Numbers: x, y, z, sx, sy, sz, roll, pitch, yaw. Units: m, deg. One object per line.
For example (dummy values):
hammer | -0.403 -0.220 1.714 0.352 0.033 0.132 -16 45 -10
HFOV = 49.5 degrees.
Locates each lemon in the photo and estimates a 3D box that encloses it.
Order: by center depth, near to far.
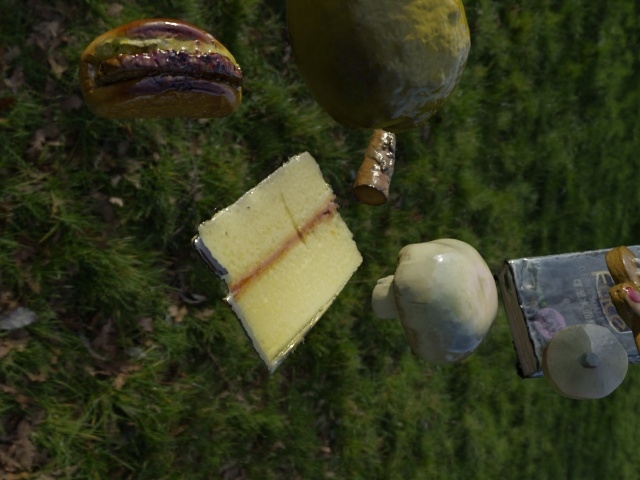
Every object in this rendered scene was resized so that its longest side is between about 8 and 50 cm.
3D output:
lemon | 0.082 -0.323 1.036 0.285 0.285 0.316 0 77 -53

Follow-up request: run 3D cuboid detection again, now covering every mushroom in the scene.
mushroom | 0.205 0.114 1.321 0.260 0.234 0.253 48 40 -39

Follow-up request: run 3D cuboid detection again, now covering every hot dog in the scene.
hot dog | -0.374 -0.415 1.700 0.405 0.223 0.185 -5 77 -23

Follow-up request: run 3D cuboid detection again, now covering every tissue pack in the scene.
tissue pack | 0.590 0.153 1.533 0.122 0.362 0.259 106 -23 -66

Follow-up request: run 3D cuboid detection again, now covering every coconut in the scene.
coconut | 0.500 0.234 1.328 0.152 0.147 0.147 65 30 -71

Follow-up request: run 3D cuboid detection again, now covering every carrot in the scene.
carrot | 0.148 -0.216 1.786 0.102 0.102 0.263 40 54 -43

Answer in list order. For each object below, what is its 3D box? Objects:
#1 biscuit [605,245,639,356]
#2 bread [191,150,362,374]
biscuit | 0.467 0.129 0.963 0.197 0.049 0.301 38 35 -35
bread | -0.066 0.020 1.502 0.405 0.242 0.345 -41 86 -9
